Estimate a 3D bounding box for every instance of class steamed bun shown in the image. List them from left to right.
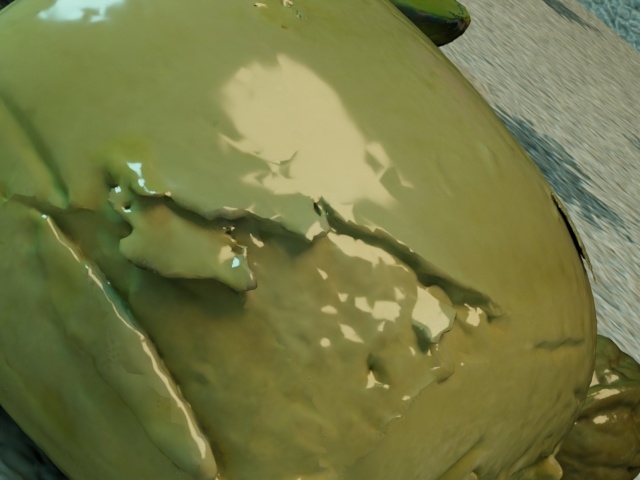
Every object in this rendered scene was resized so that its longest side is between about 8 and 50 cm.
[{"bbox_3d":[0.000,0.000,0.528,0.232,0.166,0.273,44,20,23],"label":"steamed bun"}]

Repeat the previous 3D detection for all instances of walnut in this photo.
[{"bbox_3d":[0.118,0.082,0.684,0.092,0.092,0.092,33,19,-13],"label":"walnut"}]

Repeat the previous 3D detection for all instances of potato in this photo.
[{"bbox_3d":[0.050,-0.218,1.304,0.198,0.054,0.119,4,38,-51],"label":"potato"}]
